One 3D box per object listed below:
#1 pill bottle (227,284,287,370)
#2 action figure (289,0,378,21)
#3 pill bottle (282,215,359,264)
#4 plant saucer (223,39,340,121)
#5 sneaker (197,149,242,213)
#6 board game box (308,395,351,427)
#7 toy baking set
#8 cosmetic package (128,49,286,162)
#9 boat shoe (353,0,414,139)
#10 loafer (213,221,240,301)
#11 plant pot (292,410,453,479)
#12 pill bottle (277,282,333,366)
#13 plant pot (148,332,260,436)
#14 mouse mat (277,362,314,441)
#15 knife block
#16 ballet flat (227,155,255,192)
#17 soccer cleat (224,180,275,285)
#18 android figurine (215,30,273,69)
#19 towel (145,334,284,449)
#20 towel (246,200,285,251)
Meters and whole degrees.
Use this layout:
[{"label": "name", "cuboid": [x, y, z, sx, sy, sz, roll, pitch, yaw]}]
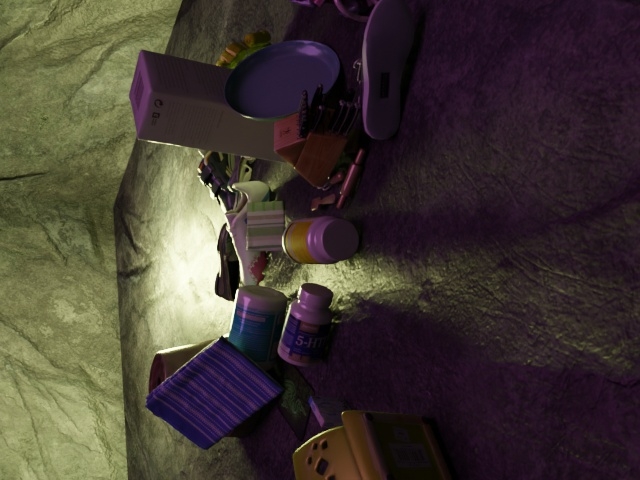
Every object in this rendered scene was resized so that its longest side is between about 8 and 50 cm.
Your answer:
[{"label": "pill bottle", "cuboid": [-0.185, 0.268, 2.072, 0.146, 0.146, 0.263, 29, 109, 62]}, {"label": "action figure", "cuboid": [0.034, -0.734, 1.755, 0.275, 0.248, 0.369, 49, 130, 55]}, {"label": "pill bottle", "cuboid": [0.000, 0.000, 1.795, 0.208, 0.119, 0.119, -2, 83, 64]}, {"label": "plant saucer", "cuboid": [-0.099, -0.417, 1.956, 0.043, 0.318, 0.317, 69, -179, -49]}, {"label": "sneaker", "cuboid": [-0.355, -0.212, 2.552, 0.126, 0.128, 0.321, -55, 39, 42]}, {"label": "board game box", "cuboid": [0.029, 0.390, 1.679, 0.090, 0.090, 0.020, 52, 128, 55]}, {"label": "toy baking set", "cuboid": [0.046, -0.168, 1.849, 0.256, 0.030, 0.196, -70, 25, 19]}, {"label": "cosmetic package", "cuboid": [-0.289, -0.373, 2.083, 0.161, 0.454, 0.230, -65, 32, 34]}, {"label": "boat shoe", "cuboid": [0.134, -0.381, 1.630, 0.105, 0.113, 0.306, -132, 37, -64]}, {"label": "loafer", "cuboid": [-0.284, 0.071, 2.406, 0.084, 0.096, 0.267, 25, 115, 42]}, {"label": "plant pot", "cuboid": [0.110, 0.445, 1.368, 0.207, 0.228, 0.227, -55, 37, 32]}, {"label": "pill bottle", "cuboid": [-0.032, 0.205, 1.819, 0.112, 0.112, 0.186, 45, 125, 58]}, {"label": "plant pot", "cuboid": [-0.358, 0.436, 2.236, 0.323, 0.281, 0.322, -21, 66, 60]}, {"label": "mouse mat", "cuboid": [-0.068, 0.423, 1.962, 0.190, 0.007, 0.152, 39, 119, 61]}, {"label": "knife block", "cuboid": [0.023, -0.251, 1.749, 0.242, 0.276, 0.088, -15, 59, 25]}, {"label": "ballet flat", "cuboid": [-0.246, -0.252, 2.418, 0.074, 0.074, 0.203, 20, 96, 63]}, {"label": "soccer cleat", "cuboid": [-0.231, -0.018, 2.234, 0.116, 0.143, 0.330, 9, 93, 64]}, {"label": "android figurine", "cuboid": [-0.234, -0.524, 2.256, 0.056, 0.273, 0.248, 36, 123, 16]}, {"label": "towel", "cuboid": [-0.300, 0.432, 2.046, 0.336, 0.243, 0.040, -41, 16, 22]}, {"label": "towel", "cuboid": [-0.158, -0.040, 2.146, 0.023, 0.113, 0.151, 88, 180, -71]}]
